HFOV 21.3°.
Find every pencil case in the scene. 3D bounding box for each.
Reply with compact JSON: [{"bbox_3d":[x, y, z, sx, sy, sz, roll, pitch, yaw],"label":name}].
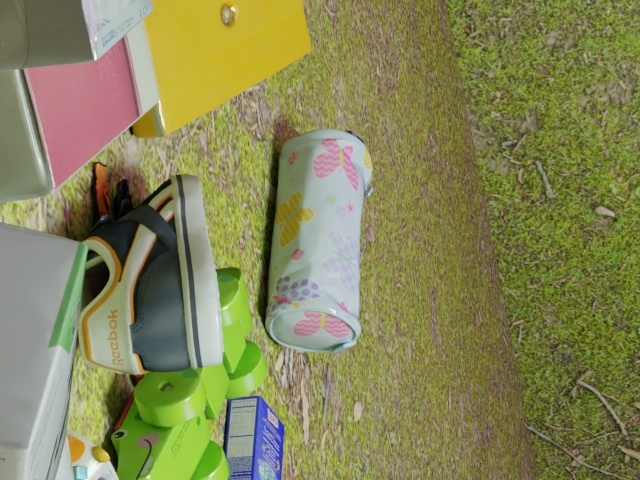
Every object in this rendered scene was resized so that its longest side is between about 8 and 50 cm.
[{"bbox_3d":[0.000,0.000,2.058,0.124,0.113,0.273,37,47,-40],"label":"pencil case"}]

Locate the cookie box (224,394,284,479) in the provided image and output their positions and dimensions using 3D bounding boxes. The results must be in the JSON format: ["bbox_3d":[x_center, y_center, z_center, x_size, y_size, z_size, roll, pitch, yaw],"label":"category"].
[{"bbox_3d":[-0.072,0.236,1.858,0.092,0.040,0.107,59,30,-56],"label":"cookie box"}]

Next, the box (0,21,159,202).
[{"bbox_3d":[-0.229,-0.117,1.224,0.232,0.149,0.126,-59,139,-66],"label":"box"}]

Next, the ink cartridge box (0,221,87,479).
[{"bbox_3d":[-0.212,0.117,1.069,0.219,0.093,0.160,105,-4,-50],"label":"ink cartridge box"}]

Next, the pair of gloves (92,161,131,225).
[{"bbox_3d":[-0.192,-0.029,1.581,0.083,0.010,0.074,43,44,-68],"label":"pair of gloves"}]

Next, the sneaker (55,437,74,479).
[{"bbox_3d":[-0.236,0.221,1.193,0.292,0.108,0.169,-69,149,-75],"label":"sneaker"}]

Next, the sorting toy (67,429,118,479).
[{"bbox_3d":[-0.205,0.214,1.418,0.075,0.045,0.083,-56,142,-36],"label":"sorting toy"}]

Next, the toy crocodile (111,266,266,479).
[{"bbox_3d":[-0.130,0.138,1.607,0.340,0.105,0.115,-69,151,-48],"label":"toy crocodile"}]

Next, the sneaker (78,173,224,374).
[{"bbox_3d":[-0.156,0.023,1.511,0.321,0.128,0.126,-107,-169,-73],"label":"sneaker"}]

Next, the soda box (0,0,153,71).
[{"bbox_3d":[-0.244,-0.138,0.924,0.098,0.286,0.091,-61,144,-63],"label":"soda box"}]

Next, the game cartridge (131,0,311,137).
[{"bbox_3d":[-0.126,-0.299,1.699,0.285,0.053,0.323,-37,120,-51],"label":"game cartridge"}]
